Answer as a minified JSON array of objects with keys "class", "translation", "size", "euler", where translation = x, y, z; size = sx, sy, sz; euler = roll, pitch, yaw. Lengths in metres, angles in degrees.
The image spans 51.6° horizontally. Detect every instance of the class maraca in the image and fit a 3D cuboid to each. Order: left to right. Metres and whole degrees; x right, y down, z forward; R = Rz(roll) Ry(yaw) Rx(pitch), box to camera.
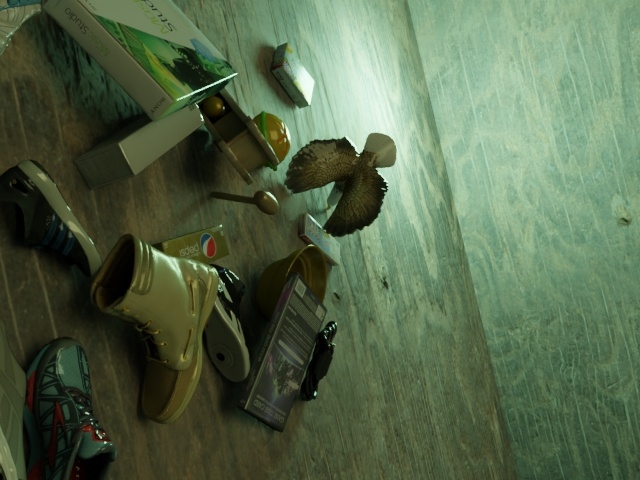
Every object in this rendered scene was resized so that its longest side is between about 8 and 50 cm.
[{"class":"maraca","translation":[-0.115,-0.220,1.489],"size":[0.185,0.099,0.127],"euler":[69,16,-84]}]

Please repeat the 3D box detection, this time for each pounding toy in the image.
[{"class":"pounding toy","translation":[-0.181,-0.169,1.270],"size":[0.269,0.155,0.154],"euler":[53,-1,25]}]

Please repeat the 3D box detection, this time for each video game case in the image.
[{"class":"video game case","translation":[-0.068,0.223,1.308],"size":[0.274,0.026,0.196],"euler":[-68,154,-20]}]

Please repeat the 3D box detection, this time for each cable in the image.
[{"class":"cable","translation":[-0.008,0.267,1.456],"size":[0.150,0.047,0.184],"euler":[-85,-169,-73]}]

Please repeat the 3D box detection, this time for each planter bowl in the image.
[{"class":"planter bowl","translation":[-0.072,0.108,1.386],"size":[0.217,0.090,0.217],"euler":[-37,133,-55]}]

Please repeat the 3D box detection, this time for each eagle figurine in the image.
[{"class":"eagle figurine","translation":[0.064,-0.155,1.705],"size":[0.298,0.226,0.225],"euler":[-44,137,-65]}]

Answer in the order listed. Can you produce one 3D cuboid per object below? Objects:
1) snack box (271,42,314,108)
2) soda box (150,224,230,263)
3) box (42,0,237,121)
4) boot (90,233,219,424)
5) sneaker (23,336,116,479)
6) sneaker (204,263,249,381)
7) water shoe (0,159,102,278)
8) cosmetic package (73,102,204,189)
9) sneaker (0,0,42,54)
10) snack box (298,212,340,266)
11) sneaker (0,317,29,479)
[{"class":"snack box","translation":[-0.071,-0.430,1.732],"size":[0.141,0.037,0.100],"euler":[49,36,-42]},{"class":"soda box","translation":[-0.238,0.021,1.173],"size":[0.181,0.058,0.061],"euler":[-24,100,-63]},{"class":"box","translation":[-0.281,-0.330,1.114],"size":[0.232,0.058,0.322],"euler":[46,24,-9]},{"class":"boot","translation":[-0.259,0.136,0.993],"size":[0.203,0.095,0.262],"euler":[33,68,-57]},{"class":"sneaker","translation":[-0.308,0.252,0.854],"size":[0.104,0.125,0.261],"euler":[20,61,-60]},{"class":"sneaker","translation":[-0.165,0.143,1.234],"size":[0.121,0.079,0.216],"euler":[-45,117,-59]},{"class":"water shoe","translation":[-0.382,-0.016,0.923],"size":[0.080,0.073,0.203],"euler":[-37,128,-21]},{"class":"cosmetic package","translation":[-0.295,-0.168,1.111],"size":[0.060,0.099,0.239],"euler":[68,28,-22]},{"class":"sneaker","translation":[-0.453,-0.293,0.915],"size":[0.190,0.071,0.083],"euler":[-54,143,-56]},{"class":"snack box","translation":[0.000,0.000,1.683],"size":[0.178,0.022,0.064],"euler":[42,43,-48]},{"class":"sneaker","translation":[-0.380,0.210,0.771],"size":[0.108,0.100,0.271],"euler":[-10,87,-68]}]
